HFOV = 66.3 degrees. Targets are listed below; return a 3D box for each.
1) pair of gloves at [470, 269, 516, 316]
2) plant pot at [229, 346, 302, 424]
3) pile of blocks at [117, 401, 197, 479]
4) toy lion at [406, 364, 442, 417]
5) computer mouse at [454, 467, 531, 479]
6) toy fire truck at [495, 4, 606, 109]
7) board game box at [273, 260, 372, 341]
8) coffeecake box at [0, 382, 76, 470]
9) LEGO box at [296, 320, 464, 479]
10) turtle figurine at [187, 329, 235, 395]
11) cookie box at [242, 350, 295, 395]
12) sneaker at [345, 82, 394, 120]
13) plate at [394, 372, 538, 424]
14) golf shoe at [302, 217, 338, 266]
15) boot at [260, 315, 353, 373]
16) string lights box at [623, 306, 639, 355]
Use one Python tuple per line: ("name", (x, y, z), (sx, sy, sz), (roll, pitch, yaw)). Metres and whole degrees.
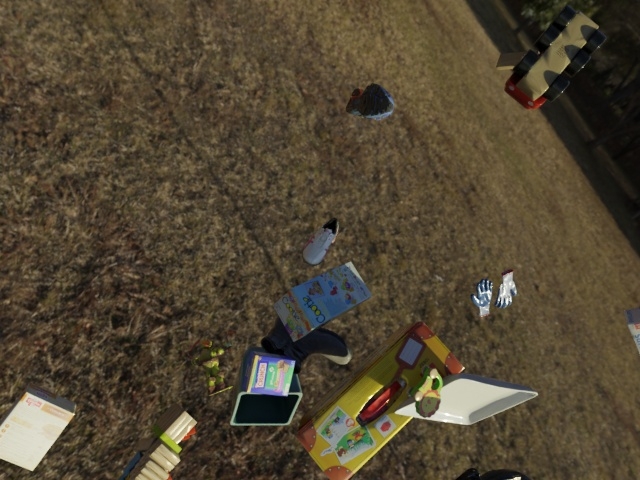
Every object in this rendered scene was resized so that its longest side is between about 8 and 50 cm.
("pair of gloves", (0.628, 0.193, 1.780), (0.198, 0.159, 0.023), (-16, 25, -16))
("plant pot", (-0.232, 0.579, 2.007), (0.247, 0.247, 0.252), (6, 40, -16))
("pile of blocks", (-0.486, 0.664, 1.453), (0.113, 0.148, 0.362), (53, 41, -21))
("toy lion", (0.250, 0.355, 1.135), (0.096, 0.034, 0.100), (48, 70, -24))
("computer mouse", (0.375, 0.507, 1.038), (0.261, 0.184, 0.060), (9, 52, -17))
("toy fire truck", (0.519, -0.426, 1.203), (0.158, 0.217, 0.246), (40, -6, 2))
("board game box", (0.009, 0.198, 1.619), (0.275, 0.142, 0.144), (-21, 74, -42))
("coffeecake box", (-0.794, 0.510, 1.346), (0.142, 0.186, 0.068), (38, -6, -24))
("LEGO box", (0.175, 0.502, 1.586), (0.193, 0.500, 0.372), (48, -8, 10))
("turtle figurine", (-0.399, 0.454, 1.824), (0.087, 0.269, 0.217), (4, 63, -60))
("cookie box", (-0.125, 0.324, 1.192), (0.107, 0.040, 0.092), (14, 87, -25))
("sneaker", (0.139, -0.340, 1.229), (0.087, 0.083, 0.221), (16, 14, -19))
("plate", (0.383, 0.423, 1.319), (0.277, 0.277, 0.045), (17, 48, -22))
("golf shoe", (0.000, 0.000, 1.469), (0.067, 0.086, 0.186), (27, 44, 5))
("boot", (-0.051, 0.407, 1.788), (0.338, 0.118, 0.223), (33, 36, -4))
("string lights box", (0.996, 0.232, 1.338), (0.133, 0.259, 0.077), (61, 31, -11))
